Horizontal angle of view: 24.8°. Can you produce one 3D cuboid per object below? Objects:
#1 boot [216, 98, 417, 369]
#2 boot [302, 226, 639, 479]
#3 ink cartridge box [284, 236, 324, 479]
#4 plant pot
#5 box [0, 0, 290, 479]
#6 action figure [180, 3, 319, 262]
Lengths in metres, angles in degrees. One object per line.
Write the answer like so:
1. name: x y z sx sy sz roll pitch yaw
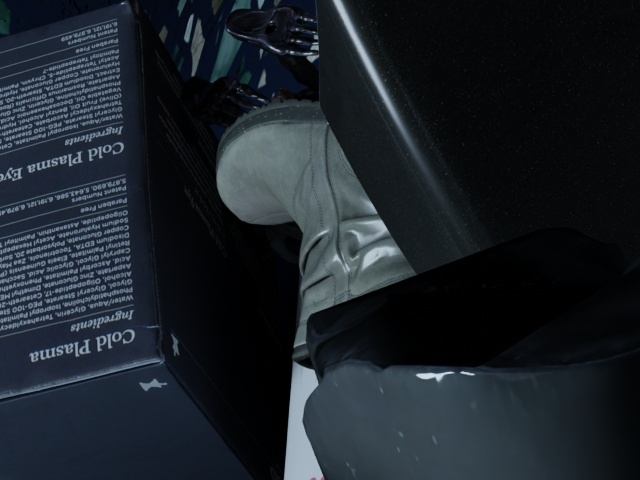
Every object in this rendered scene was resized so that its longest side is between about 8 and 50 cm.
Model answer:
1. boot: 0.000 0.000 0.836 0.246 0.083 0.161 -20 56 56
2. boot: 0.124 0.223 0.365 0.367 0.146 0.445 -178 77 -69
3. ink cartridge box: 0.082 0.040 0.903 0.226 0.131 0.306 -45 36 51
4. plant pot: 0.112 -0.042 0.653 0.188 0.188 0.167 88 163 -78
5. box: -0.152 0.055 1.121 0.343 0.179 0.312 63 -165 -53
6. action figure: -0.003 -0.062 1.163 0.141 0.275 0.164 35 82 32
